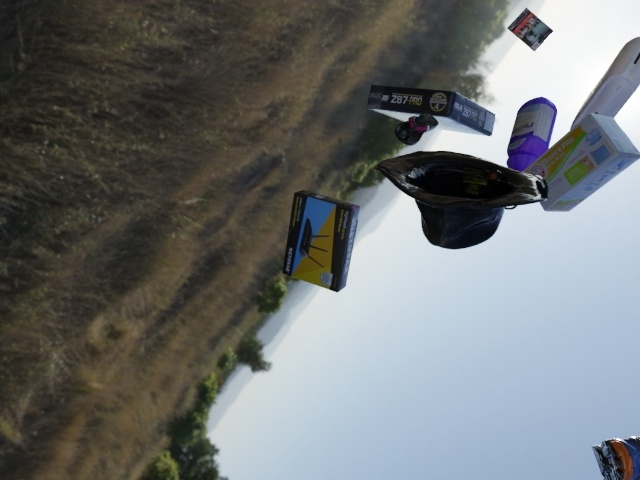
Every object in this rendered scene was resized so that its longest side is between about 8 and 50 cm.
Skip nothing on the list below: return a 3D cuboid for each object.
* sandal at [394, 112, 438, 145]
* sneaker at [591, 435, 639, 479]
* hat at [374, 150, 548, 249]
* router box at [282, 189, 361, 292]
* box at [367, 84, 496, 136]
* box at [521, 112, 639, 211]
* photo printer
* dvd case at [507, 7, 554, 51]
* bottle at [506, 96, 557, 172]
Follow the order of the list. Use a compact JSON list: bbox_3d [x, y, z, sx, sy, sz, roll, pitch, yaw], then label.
[{"bbox_3d":[0.245,-0.289,1.495,0.179,0.067,0.040,-38,168,-42],"label":"sandal"},{"bbox_3d":[0.504,0.363,0.973,0.087,0.083,0.221,-14,157,10],"label":"sneaker"},{"bbox_3d":[0.240,-0.063,1.071,0.331,0.331,0.134,-45,146,-62],"label":"hat"},{"bbox_3d":[0.000,0.000,1.210,0.046,0.133,0.179,-29,132,-60],"label":"router box"},{"bbox_3d":[0.401,-0.457,2.119,0.395,0.318,0.097,1,100,-53],"label":"box"},{"bbox_3d":[0.562,-0.164,1.302,0.103,0.114,0.203,-1,147,-38],"label":"box"},{"bbox_3d":[0.961,-0.499,1.952,0.256,0.107,0.307,-51,167,-30],"label":"photo printer"},{"bbox_3d":[0.678,-0.680,1.928,0.087,0.119,0.013,-47,170,9],"label":"dvd case"},{"bbox_3d":[0.590,-0.272,1.694,0.118,0.092,0.283,-24,-141,60],"label":"bottle"}]
